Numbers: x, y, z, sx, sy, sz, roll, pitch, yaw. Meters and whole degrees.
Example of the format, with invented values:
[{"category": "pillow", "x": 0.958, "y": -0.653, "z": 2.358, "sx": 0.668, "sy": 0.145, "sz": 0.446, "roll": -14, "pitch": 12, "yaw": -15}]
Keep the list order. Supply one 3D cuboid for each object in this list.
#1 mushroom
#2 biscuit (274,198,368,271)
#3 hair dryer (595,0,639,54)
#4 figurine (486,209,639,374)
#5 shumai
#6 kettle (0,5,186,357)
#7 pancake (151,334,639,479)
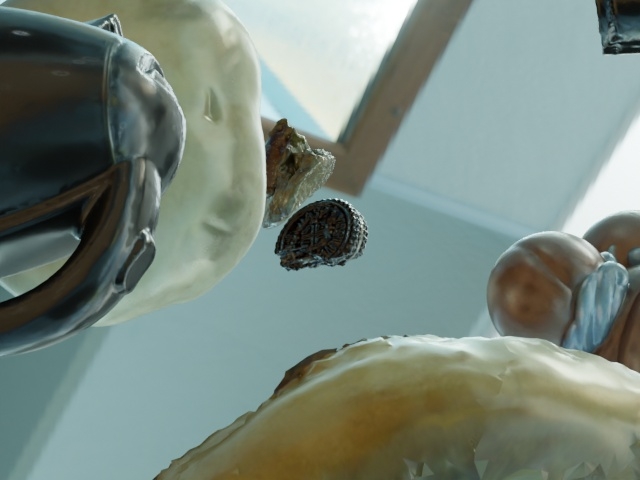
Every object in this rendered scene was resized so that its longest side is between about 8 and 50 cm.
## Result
[{"category": "mushroom", "x": -0.191, "y": -0.099, "z": 1.433, "sx": 0.325, "sy": 0.353, "sz": 0.353, "roll": -45, "pitch": -136, "yaw": 29}, {"category": "biscuit", "x": 0.000, "y": 0.000, "z": 1.303, "sx": 0.089, "sy": 0.027, "sz": 0.087, "roll": -39, "pitch": -136, "yaw": 3}, {"category": "hair dryer", "x": 0.287, "y": -0.108, "z": 1.002, "sx": 0.197, "sy": 0.089, "sz": 0.251, "roll": 0, "pitch": -116, "yaw": 15}, {"category": "figurine", "x": 0.319, "y": 0.178, "z": 1.411, "sx": 0.248, "sy": 0.276, "sz": 0.388, "roll": 9, "pitch": -75, "yaw": 39}, {"category": "shumai", "x": -0.048, "y": -0.077, "z": 1.851, "sx": 0.105, "sy": 0.139, "sz": 0.123, "roll": 32, "pitch": -120, "yaw": 19}, {"category": "kettle", "x": -0.235, "y": -0.038, "z": 0.955, "sx": 0.290, "sy": 0.207, "sz": 0.268, "roll": -4, "pitch": -122, "yaw": 7}, {"category": "pancake", "x": 0.060, "y": 0.224, "z": 0.525, "sx": 0.082, "sy": 0.386, "sz": 0.387, "roll": 23, "pitch": -85, "yaw": 68}]
